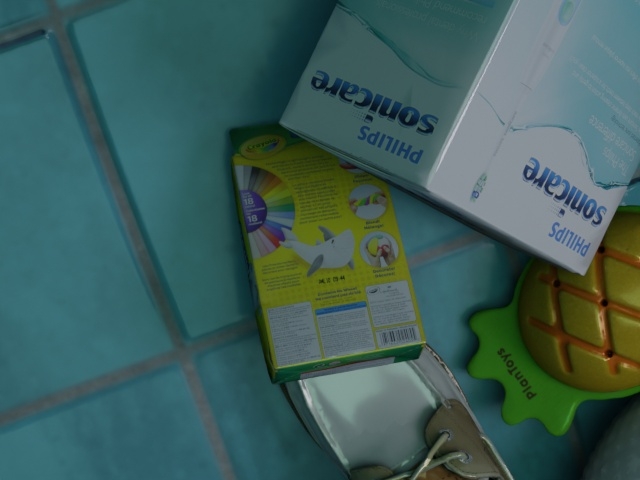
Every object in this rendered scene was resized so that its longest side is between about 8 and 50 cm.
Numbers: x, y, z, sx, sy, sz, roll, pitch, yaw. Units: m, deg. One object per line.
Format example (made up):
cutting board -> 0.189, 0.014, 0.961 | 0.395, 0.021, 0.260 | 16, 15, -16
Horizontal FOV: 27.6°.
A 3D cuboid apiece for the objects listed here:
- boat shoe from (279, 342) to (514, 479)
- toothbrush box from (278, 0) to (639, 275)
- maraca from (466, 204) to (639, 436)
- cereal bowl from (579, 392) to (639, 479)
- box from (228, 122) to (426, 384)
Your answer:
boat shoe -> 0.078, 0.162, 0.905 | 0.113, 0.103, 0.302 | -39, 99, 0
toothbrush box -> 0.138, -0.151, 0.818 | 0.216, 0.126, 0.295 | 22, 93, -52
maraca -> 0.189, 0.056, 0.916 | 0.186, 0.099, 0.127 | -40, 73, 14
cereal bowl -> 0.328, 0.226, 0.864 | 0.339, 0.141, 0.339 | -1, 85, 16
box -> 0.000, 0.000, 0.879 | 0.105, 0.043, 0.179 | -9, 70, -7
